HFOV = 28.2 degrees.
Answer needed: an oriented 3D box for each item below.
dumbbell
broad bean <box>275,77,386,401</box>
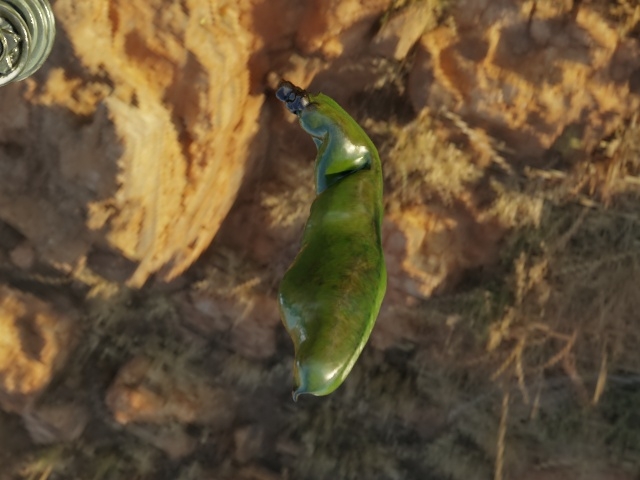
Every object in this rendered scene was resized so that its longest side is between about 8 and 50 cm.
[{"bbox_3d":[-0.299,-0.184,1.152,0.110,0.254,0.110,-2,105,-8],"label":"dumbbell"},{"bbox_3d":[0.007,-0.001,0.663,0.061,0.195,0.046,11,144,-23],"label":"broad bean"}]
